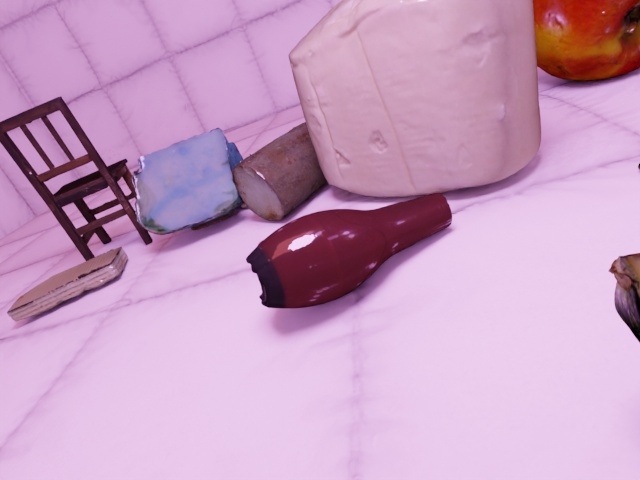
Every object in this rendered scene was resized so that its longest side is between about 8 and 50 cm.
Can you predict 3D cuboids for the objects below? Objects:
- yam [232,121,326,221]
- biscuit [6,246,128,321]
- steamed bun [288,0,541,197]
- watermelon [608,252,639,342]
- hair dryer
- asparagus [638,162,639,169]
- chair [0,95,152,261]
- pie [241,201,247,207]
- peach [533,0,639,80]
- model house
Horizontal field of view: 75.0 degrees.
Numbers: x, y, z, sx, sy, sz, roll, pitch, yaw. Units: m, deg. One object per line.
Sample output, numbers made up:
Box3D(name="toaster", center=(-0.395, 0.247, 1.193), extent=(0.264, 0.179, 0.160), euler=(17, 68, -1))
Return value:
Box3D(name="yam", center=(-0.073, -0.165, 0.984), extent=(0.161, 0.161, 0.268), euler=(-1, 32, 40))
Box3D(name="biscuit", center=(-0.602, 0.104, 1.014), extent=(0.252, 0.052, 0.150), euler=(-26, 21, -10))
Box3D(name="steamed bun", center=(0.175, -0.300, 0.796), extent=(0.455, 0.371, 0.290), euler=(8, 37, 43))
Box3D(name="watermelon", center=(0.347, 0.037, 0.270), extent=(0.303, 0.159, 0.128), euler=(-19, -5, 8))
Box3D(name="hair dryer", center=(0.000, 0.000, 0.696), extent=(0.312, 0.123, 0.340), euler=(-22, 11, -24))
Box3D(name="asparagus", center=(0.525, -0.165, 0.642), extent=(0.233, 0.022, 0.023), euler=(-43, -13, -33))
Box3D(name="chair", center=(-0.650, -0.167, 1.161), extent=(0.203, 0.416, 0.240), euler=(-25, 25, -5))
Box3D(name="pie", center=(-0.174, -0.111, 1.126), extent=(0.085, 0.017, 0.085), euler=(-18, 25, 9))
Box3D(name="peach", center=(0.623, -0.565, 0.982), extent=(0.339, 0.353, 0.417), euler=(-6, 48, -5))
Box3D(name="model house", center=(-0.317, -0.118, 1.112), extent=(0.261, 0.226, 0.241), euler=(-18, -13, 4))
